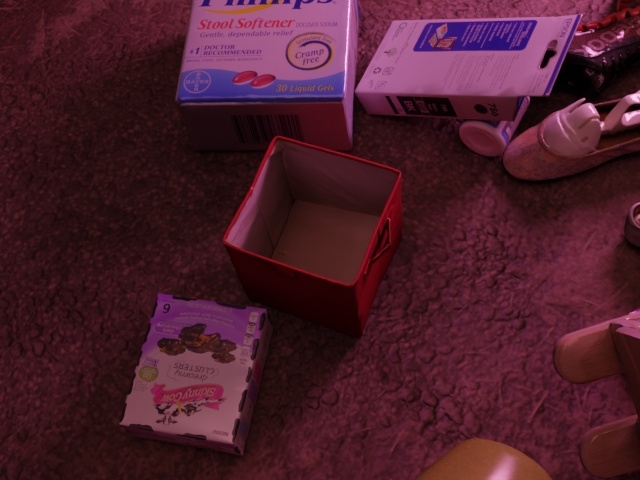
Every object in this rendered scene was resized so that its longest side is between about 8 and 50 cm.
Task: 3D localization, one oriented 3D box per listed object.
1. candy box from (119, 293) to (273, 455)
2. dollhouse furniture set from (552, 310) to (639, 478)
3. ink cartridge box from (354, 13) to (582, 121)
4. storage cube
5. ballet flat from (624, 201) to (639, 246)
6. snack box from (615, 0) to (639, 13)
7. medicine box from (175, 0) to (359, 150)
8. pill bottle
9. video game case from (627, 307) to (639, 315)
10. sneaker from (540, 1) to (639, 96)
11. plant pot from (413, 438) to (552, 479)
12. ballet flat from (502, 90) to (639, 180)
[{"bbox_3d":[-0.169,0.185,1.172,0.164,0.070,0.196,7,64,10],"label":"candy box"},{"bbox_3d":[0.367,0.300,0.904,0.256,0.362,0.394,-16,92,-4],"label":"dollhouse furniture set"},{"bbox_3d":[0.228,-0.267,1.295,0.332,0.065,0.165,10,61,38],"label":"ink cartridge box"},{"bbox_3d":[0.000,0.000,1.179,0.215,0.193,0.184,18,67,14],"label":"storage cube"},{"bbox_3d":[0.522,0.003,1.157,0.213,0.068,0.072,24,58,34],"label":"ballet flat"},{"bbox_3d":[0.576,-0.436,1.326,0.174,0.207,0.070,7,64,10],"label":"snack box"},{"bbox_3d":[-0.076,-0.301,1.367,0.263,0.149,0.289,0,64,7],"label":"medicine box"},{"bbox_3d":[0.280,-0.207,1.316,0.078,0.078,0.137,25,68,18],"label":"pill bottle"},{"bbox_3d":[0.567,0.144,1.123,0.232,0.042,0.210,-23,61,-5],"label":"video game case"},{"bbox_3d":[0.456,-0.295,1.330,0.276,0.098,0.135,-9,62,4],"label":"sneaker"},{"bbox_3d":[0.155,0.381,0.948,0.274,0.275,0.293,25,53,18],"label":"plant pot"},{"bbox_3d":[0.430,-0.177,1.267,0.316,0.106,0.108,-16,62,-1],"label":"ballet flat"}]
